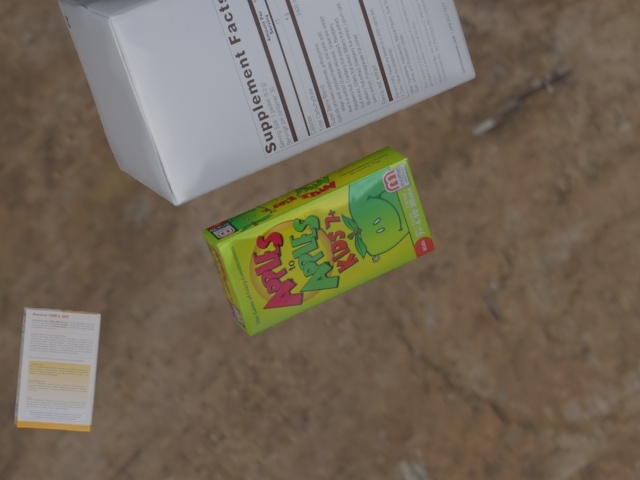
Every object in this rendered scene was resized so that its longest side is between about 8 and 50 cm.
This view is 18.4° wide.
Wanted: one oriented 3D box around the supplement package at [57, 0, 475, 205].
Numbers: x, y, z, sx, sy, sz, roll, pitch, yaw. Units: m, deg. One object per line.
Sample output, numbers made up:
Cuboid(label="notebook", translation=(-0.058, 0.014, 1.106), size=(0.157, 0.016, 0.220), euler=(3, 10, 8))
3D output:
Cuboid(label="supplement package", translation=(-0.048, -0.176, 1.717), size=(0.293, 0.175, 0.177), euler=(-24, 20, -15))

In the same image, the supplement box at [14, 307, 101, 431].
Cuboid(label="supplement box", translation=(-0.217, 0.106, 1.628), size=(0.062, 0.036, 0.098), euler=(6, 89, -12))

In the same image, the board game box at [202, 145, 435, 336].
Cuboid(label="board game box", translation=(0.000, 0.000, 1.695), size=(0.181, 0.092, 0.043), euler=(-25, 26, -13))
